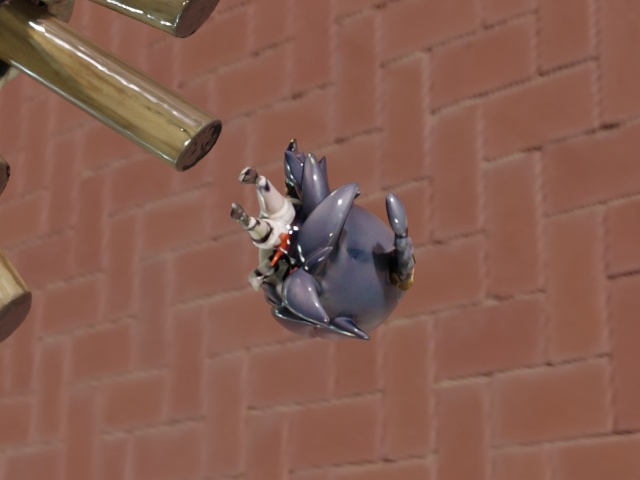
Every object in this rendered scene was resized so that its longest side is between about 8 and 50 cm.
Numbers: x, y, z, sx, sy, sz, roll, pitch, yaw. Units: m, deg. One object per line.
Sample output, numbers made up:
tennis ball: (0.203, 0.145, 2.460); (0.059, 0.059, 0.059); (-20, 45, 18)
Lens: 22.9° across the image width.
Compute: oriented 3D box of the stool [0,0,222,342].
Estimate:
stool: (-0.242, -0.115, 1.195); (0.226, 0.310, 0.310); (41, 158, 13)

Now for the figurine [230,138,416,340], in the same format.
figurine: (0.000, 0.013, 1.684); (0.197, 0.265, 0.175); (34, 86, 8)
